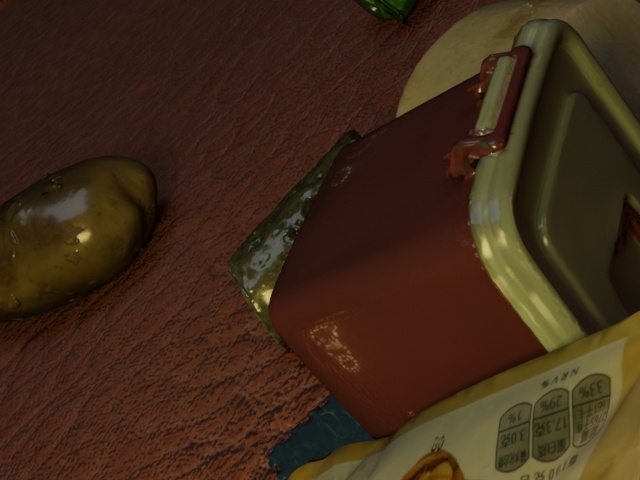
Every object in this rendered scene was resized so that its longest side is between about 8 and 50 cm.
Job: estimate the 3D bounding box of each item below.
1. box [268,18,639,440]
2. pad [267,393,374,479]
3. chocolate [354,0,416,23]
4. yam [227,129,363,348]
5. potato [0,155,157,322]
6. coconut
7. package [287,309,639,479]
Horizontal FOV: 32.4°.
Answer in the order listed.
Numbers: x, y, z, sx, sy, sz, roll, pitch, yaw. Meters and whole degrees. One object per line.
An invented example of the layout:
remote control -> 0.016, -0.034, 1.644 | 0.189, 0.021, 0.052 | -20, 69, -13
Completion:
box -> 0.120, 0.047, 0.620 | 0.167, 0.294, 0.193 | -20, 32, 39
pad -> 0.103, 0.135, 0.804 | 0.269, 0.012, 0.270 | -43, 30, -6
chocolate -> 0.132, -0.408, 1.321 | 0.291, 0.110, 0.110 | -58, 32, 1
yam -> 0.000, 0.000, 1.003 | 0.194, 0.107, 0.107 | -47, 31, -9
potato -> -0.327, 0.001, 1.324 | 0.296, 0.141, 0.191 | -32, 29, 18
coconut -> 0.178, -0.066, 0.780 | 0.241, 0.241, 0.241 | -28, 33, 20
package -> 0.090, 0.194, 0.490 | 0.311, 0.165, 0.221 | -41, 21, 49
